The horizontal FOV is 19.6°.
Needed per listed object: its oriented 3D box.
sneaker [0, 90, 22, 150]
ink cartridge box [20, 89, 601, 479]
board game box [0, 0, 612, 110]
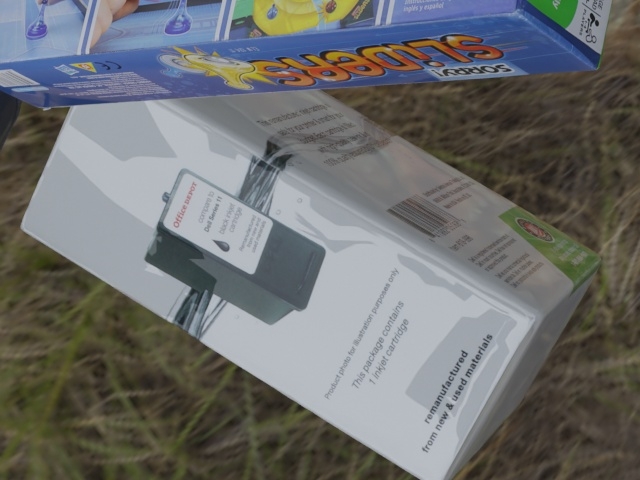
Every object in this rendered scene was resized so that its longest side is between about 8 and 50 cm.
[{"bbox_3d":[-0.188,0.024,0.885,0.163,0.086,0.226,37,88,35],"label":"sneaker"},{"bbox_3d":[0.000,0.000,0.789,0.208,0.153,0.087,32,107,12],"label":"ink cartridge box"},{"bbox_3d":[-0.007,-0.107,0.488,0.201,0.035,0.136,1,73,43],"label":"board game box"}]
